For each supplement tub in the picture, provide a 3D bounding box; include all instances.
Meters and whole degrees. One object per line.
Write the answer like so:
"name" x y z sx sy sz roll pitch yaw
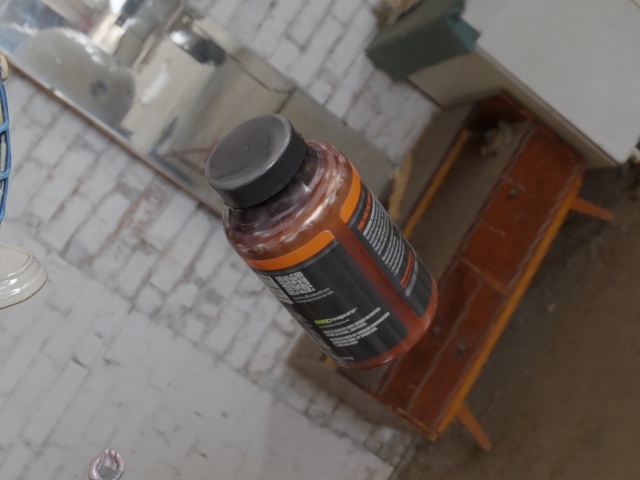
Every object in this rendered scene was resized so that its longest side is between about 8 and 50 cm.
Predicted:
"supplement tub" 0.000 0.000 0.760 0.106 0.198 0.106 -22 39 20

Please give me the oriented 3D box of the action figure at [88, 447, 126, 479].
"action figure" -0.256 0.410 1.149 0.248 0.276 0.370 -23 20 -41

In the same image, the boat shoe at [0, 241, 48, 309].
"boat shoe" -0.417 0.010 1.070 0.098 0.276 0.096 -69 -19 -59

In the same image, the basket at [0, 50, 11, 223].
"basket" -0.309 -0.060 0.694 0.289 0.201 0.255 -102 20 -48
